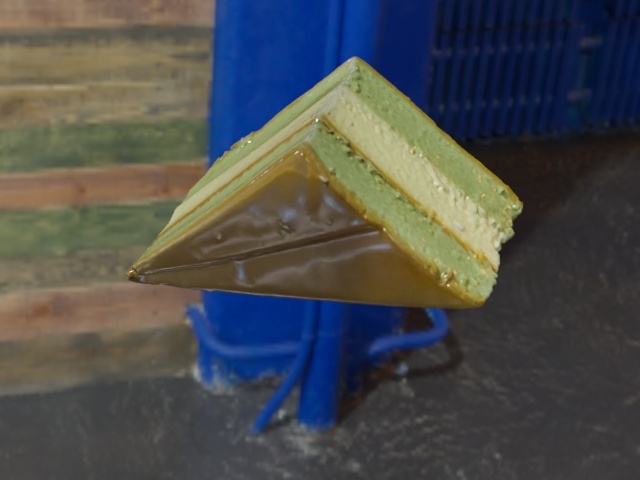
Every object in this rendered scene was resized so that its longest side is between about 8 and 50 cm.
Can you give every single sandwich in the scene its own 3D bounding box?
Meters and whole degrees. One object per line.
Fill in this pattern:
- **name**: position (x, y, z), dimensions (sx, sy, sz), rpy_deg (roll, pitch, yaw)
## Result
- **sandwich**: position (0.000, 0.000, 0.810), dimensions (0.144, 0.187, 0.117), rpy_deg (46, 41, -13)
